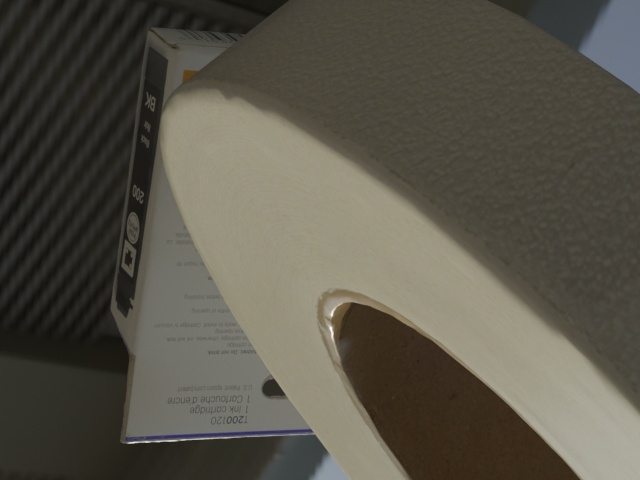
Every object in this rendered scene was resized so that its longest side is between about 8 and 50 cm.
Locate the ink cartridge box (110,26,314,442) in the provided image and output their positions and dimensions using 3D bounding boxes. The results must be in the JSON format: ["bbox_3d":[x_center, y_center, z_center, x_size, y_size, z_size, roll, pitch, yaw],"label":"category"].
[{"bbox_3d":[0.000,0.000,0.911,0.045,0.206,0.208,-137,-127,-58],"label":"ink cartridge box"}]

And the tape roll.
[{"bbox_3d":[0.092,0.079,0.634,0.072,0.392,0.392,-40,-142,-15],"label":"tape roll"}]
